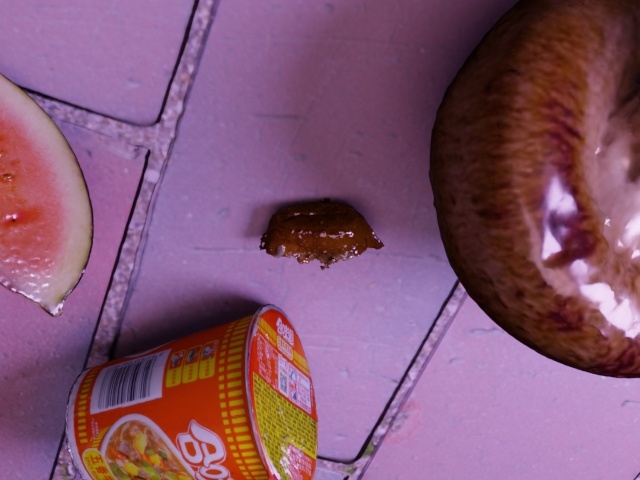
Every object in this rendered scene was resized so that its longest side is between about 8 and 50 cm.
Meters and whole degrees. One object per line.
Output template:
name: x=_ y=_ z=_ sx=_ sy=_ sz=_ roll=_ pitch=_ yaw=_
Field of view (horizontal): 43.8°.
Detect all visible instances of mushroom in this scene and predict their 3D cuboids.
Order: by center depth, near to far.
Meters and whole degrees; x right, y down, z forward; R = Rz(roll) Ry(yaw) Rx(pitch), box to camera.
mushroom: x=0.280 y=-0.061 z=0.588 sx=0.331 sy=0.356 sz=0.334 roll=13 pitch=80 yaw=-38

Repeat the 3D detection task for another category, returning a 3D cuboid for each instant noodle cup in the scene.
instant noodle cup: x=-0.131 y=0.177 z=0.804 sx=0.212 sy=0.193 sz=0.193 roll=-12 pitch=120 yaw=15

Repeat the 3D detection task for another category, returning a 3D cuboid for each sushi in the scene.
sushi: x=0.001 y=-0.003 z=0.765 sx=0.118 sy=0.061 sz=0.060 roll=8 pitch=131 yaw=17

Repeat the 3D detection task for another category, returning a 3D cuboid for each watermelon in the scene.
watermelon: x=-0.335 y=-0.065 z=0.682 sx=0.303 sy=0.159 sz=0.128 roll=38 pitch=142 yaw=-24
